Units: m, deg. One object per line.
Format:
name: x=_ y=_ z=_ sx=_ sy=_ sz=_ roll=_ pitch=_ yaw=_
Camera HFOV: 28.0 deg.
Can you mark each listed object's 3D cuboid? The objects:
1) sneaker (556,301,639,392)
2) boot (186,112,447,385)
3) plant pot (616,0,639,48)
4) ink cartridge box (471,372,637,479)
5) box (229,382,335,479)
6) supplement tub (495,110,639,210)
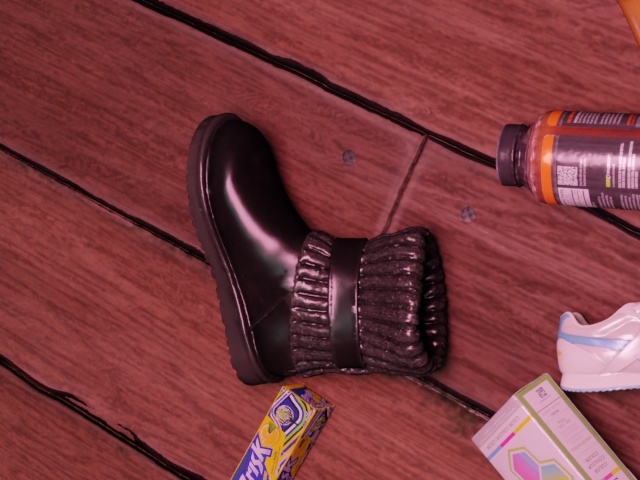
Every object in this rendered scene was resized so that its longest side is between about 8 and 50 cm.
sneaker: x=0.364 y=0.109 z=1.371 sx=0.228 sy=0.087 sz=0.092 roll=-8 pitch=85 yaw=22
boot: x=0.002 y=0.000 z=1.502 sx=0.260 sy=0.131 sz=0.348 roll=-11 pitch=96 yaw=30
plant pot: x=0.399 y=-0.237 z=1.307 sx=0.205 sy=0.205 sz=0.188 roll=-13 pitch=100 yaw=23
ink cartridge box: x=0.271 y=0.260 z=1.398 sx=0.209 sy=0.062 sz=0.109 roll=50 pitch=143 yaw=15
box: x=-0.053 y=0.259 z=1.568 sx=0.054 sy=0.059 sz=0.169 roll=33 pitch=103 yaw=23
supplement tub: x=0.294 y=-0.088 z=1.391 sx=0.197 sy=0.106 sz=0.106 roll=6 pitch=92 yaw=24
